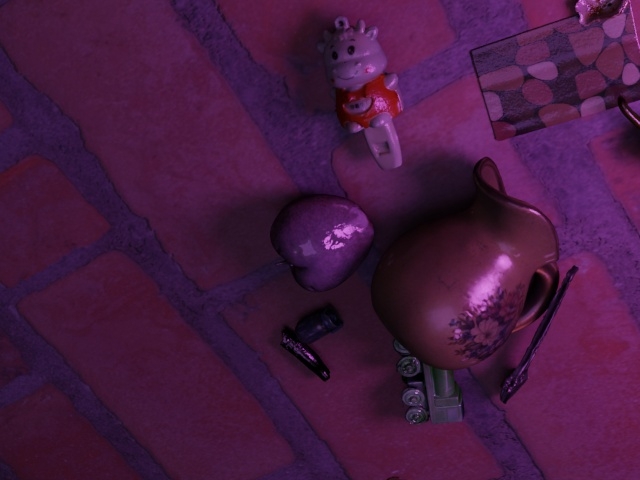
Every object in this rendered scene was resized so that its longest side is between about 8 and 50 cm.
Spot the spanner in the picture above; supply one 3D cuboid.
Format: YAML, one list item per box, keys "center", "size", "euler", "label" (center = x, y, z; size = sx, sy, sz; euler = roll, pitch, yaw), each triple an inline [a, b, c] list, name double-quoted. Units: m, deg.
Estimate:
- center: [0.381, 0.176, 1.346]
  size: [0.026, 0.093, 0.325]
  euler: [35, 128, 25]
  label: "spanner"

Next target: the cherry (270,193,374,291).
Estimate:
- center: [0.000, -0.004, 1.295]
  size: [0.176, 0.140, 0.176]
  euler: [-5, 113, -12]
  label: "cherry"

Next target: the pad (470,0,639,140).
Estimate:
- center: [0.360, -0.251, 1.156]
  size: [0.235, 0.003, 0.158]
  euler: [-15, 116, 18]
  label: "pad"

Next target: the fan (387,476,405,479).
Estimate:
- center: [0.158, 0.611, 1.694]
  size: [0.152, 0.008, 0.227]
  euler: [-19, 113, 20]
  label: "fan"

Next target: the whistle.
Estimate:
- center: [0.068, -0.223, 1.177]
  size: [0.101, 0.105, 0.253]
  euler: [16, 135, 52]
  label: "whistle"

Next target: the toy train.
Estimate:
- center: [0.202, 0.242, 1.433]
  size: [0.119, 0.085, 0.251]
  euler: [-6, 120, 8]
  label: "toy train"

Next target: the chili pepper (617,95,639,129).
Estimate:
- center: [0.620, -0.147, 1.129]
  size: [0.368, 0.092, 0.137]
  euler: [0, 101, 4]
  label: "chili pepper"

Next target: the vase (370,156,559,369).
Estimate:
- center: [0.270, 0.061, 1.254]
  size: [0.329, 0.241, 0.302]
  euler: [28, 111, -38]
  label: "vase"

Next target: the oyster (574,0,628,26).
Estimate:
- center: [0.406, -0.337, 1.078]
  size: [0.093, 0.034, 0.051]
  euler: [-20, 91, 30]
  label: "oyster"

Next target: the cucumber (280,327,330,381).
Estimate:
- center: [-0.028, 0.220, 1.489]
  size: [0.135, 0.033, 0.034]
  euler: [39, 125, -10]
  label: "cucumber"

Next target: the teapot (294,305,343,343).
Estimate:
- center: [-0.001, 0.165, 1.442]
  size: [0.083, 0.049, 0.063]
  euler: [-30, 110, 25]
  label: "teapot"
